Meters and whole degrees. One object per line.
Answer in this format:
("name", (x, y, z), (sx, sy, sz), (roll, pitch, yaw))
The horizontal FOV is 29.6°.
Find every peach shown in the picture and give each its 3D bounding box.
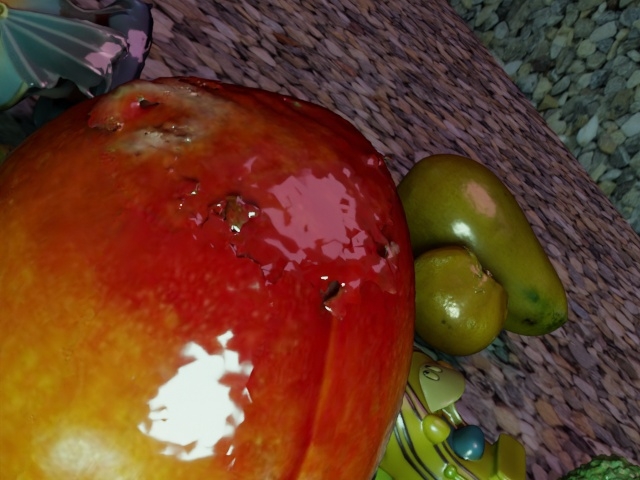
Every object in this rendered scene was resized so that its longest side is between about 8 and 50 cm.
("peach", (-0.093, 0.066, 0.833), (0.370, 0.370, 0.370), (37, 22, -18))

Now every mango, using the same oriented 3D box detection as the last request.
("mango", (0.236, 0.012, 1.780), (0.317, 0.173, 0.211), (48, -3, -4))

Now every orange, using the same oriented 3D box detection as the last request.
("orange", (0.183, 0.078, 1.625), (0.154, 0.134, 0.155), (35, 31, -24))

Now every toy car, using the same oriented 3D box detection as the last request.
("toy car", (0.100, 0.194, 1.240), (0.248, 0.142, 0.200), (43, 20, -8))

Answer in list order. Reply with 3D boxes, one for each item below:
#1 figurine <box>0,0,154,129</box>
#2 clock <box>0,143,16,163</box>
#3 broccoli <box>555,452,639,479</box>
("figurine", (-0.349, -0.244, 1.128), (0.388, 0.248, 0.277), (29, 49, -29))
("clock", (-0.211, 0.005, 1.095), (0.237, 0.057, 0.237), (41, 0, 0))
("broccoli", (0.293, 0.375, 1.289), (0.254, 0.186, 0.302), (-106, -173, -57))
